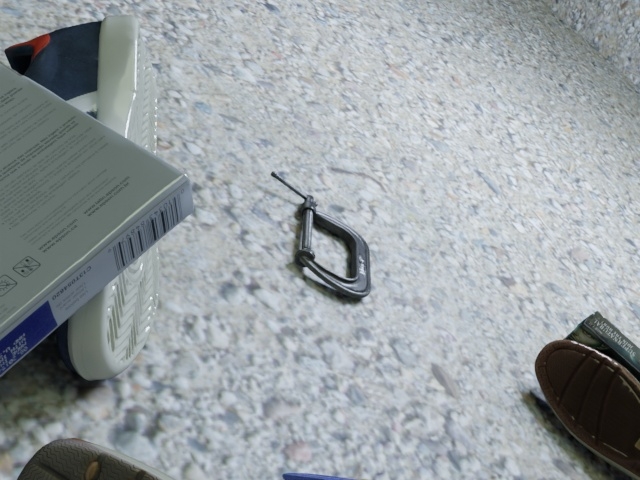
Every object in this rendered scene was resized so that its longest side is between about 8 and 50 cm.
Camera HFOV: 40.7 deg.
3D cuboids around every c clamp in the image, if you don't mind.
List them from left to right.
[{"bbox_3d":[0.000,0.000,0.969,0.137,0.022,0.160,29,28,-22],"label":"c clamp"}]

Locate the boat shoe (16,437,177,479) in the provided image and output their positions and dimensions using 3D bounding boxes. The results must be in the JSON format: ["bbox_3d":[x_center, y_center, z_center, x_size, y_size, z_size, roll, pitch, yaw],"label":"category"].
[{"bbox_3d":[-0.042,0.232,0.507,0.324,0.123,0.116,38,-3,5],"label":"boat shoe"}]

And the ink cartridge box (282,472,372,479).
[{"bbox_3d":[0.143,0.223,0.634,0.311,0.186,0.065,20,73,-29],"label":"ink cartridge box"}]

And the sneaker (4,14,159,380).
[{"bbox_3d":[-0.218,-0.040,0.719,0.148,0.131,0.349,-6,53,-1],"label":"sneaker"}]

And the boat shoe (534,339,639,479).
[{"bbox_3d":[0.343,0.216,0.961,0.257,0.095,0.095,45,-4,21],"label":"boat shoe"}]

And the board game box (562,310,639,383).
[{"bbox_3d":[0.364,0.170,1.003,0.186,0.126,0.026,43,71,14],"label":"board game box"}]

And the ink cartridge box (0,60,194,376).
[{"bbox_3d":[-0.243,-0.019,0.591,0.224,0.045,0.223,32,57,22],"label":"ink cartridge box"}]
